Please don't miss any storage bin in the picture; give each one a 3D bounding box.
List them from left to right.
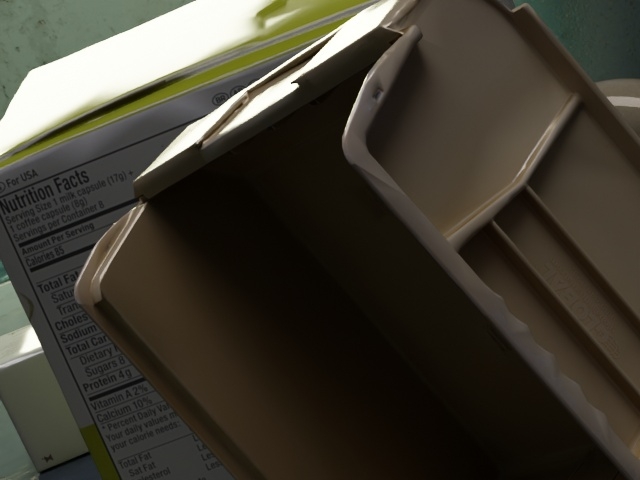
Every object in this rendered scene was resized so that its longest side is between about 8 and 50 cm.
[{"bbox_3d":[0.048,0.041,0.856,0.123,0.260,0.262,-48,12,-31],"label":"storage bin"}]

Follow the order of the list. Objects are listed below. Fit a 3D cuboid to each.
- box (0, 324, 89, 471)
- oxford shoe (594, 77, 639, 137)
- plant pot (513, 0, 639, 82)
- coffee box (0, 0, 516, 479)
[{"bbox_3d":[-0.212,0.120,1.589,0.102,0.101,0.087,-22,17,4],"label":"box"},{"bbox_3d":[0.354,-0.098,1.221,0.397,0.146,0.140,1,16,2],"label":"oxford shoe"},{"bbox_3d":[0.238,-0.179,1.564,0.252,0.248,0.247,-5,16,-1],"label":"plant pot"},{"bbox_3d":[0.000,0.000,1.268,0.338,0.334,0.337,-22,16,4],"label":"coffee box"}]
